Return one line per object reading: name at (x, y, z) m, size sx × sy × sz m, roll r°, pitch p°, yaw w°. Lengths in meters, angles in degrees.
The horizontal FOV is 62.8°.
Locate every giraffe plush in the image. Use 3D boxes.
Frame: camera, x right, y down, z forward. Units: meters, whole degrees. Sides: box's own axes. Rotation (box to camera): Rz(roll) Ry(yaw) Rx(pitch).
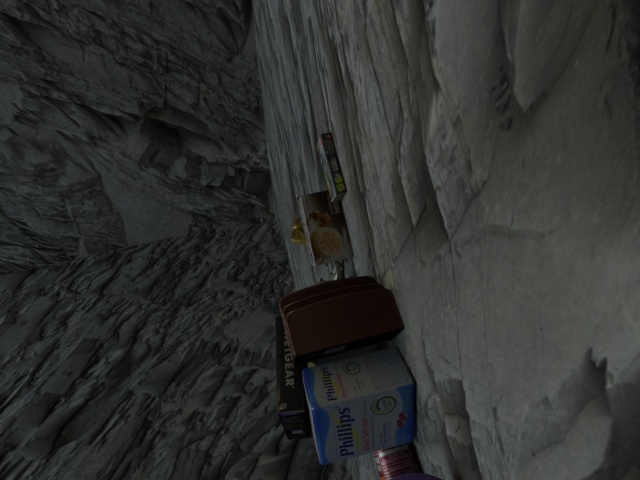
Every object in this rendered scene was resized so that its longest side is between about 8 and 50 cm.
giraffe plush at (0.000, 0.000, 2.037) m, size 0.210 × 0.181 × 0.170 m, roll 32°, pitch 159°, yaw 26°

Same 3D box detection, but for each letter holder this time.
letter holder at (0.046, 0.199, 1.473) m, size 0.152 × 0.301 × 0.215 m, roll 100°, pitch 156°, yaw -68°

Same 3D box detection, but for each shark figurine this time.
shark figurine at (0.069, 0.165, 2.044) m, size 0.116 × 0.166 × 0.278 m, roll 41°, pitch 134°, yaw 30°

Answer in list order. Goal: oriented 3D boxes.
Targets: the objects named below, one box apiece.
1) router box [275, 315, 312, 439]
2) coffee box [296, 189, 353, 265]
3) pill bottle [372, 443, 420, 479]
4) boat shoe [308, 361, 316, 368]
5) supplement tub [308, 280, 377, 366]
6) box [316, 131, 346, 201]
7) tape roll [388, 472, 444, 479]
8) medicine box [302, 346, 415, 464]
router box at (-0.083, 0.423, 1.624) m, size 0.243 × 0.080 × 0.309 m, roll 83°, pitch -178°, yaw -51°
coffee box at (0.014, -0.046, 1.833) m, size 0.098 × 0.141 × 0.247 m, roll 178°, pitch 80°, yaw -81°
pill bottle at (0.236, 0.694, 1.598) m, size 0.121 × 0.121 × 0.221 m, roll 96°, pitch 159°, yaw -64°
boat shoe at (0.064, 0.439, 1.895) m, size 0.089 × 0.285 × 0.105 m, roll 90°, pitch -165°, yaw -49°
supplement tub at (0.047, 0.298, 1.843) m, size 0.316 × 0.228 × 0.229 m, roll -122°, pitch 20°, yaw -62°
box at (0.036, -0.241, 1.742) m, size 0.114 × 0.036 × 0.207 m, roll 121°, pitch 135°, yaw -77°
tape roll at (0.220, 0.677, 1.183) m, size 0.090 × 0.274 × 0.275 m, roll 95°, pitch 160°, yaw -61°
medicine box at (0.111, 0.477, 1.509) m, size 0.149 × 0.289 × 0.264 m, roll -113°, pitch 13°, yaw -55°
